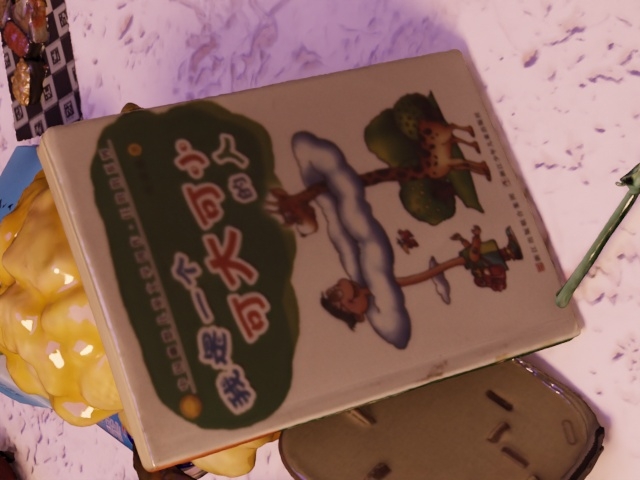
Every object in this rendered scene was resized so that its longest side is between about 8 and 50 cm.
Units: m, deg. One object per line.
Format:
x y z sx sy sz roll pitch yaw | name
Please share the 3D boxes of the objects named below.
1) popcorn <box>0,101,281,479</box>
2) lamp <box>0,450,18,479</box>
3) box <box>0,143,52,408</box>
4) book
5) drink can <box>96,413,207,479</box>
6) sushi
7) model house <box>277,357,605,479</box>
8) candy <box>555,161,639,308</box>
-0.120 0.066 1.238 0.349 0.349 0.382 42 133 33 | popcorn
-0.456 0.317 1.716 0.258 0.180 0.180 -11 88 44 | lamp
-0.289 0.036 1.451 0.083 0.142 0.232 7 64 44 | box
0.000 0.000 1.077 0.260 0.371 0.043 68 153 14 | book
-0.200 0.158 1.484 0.235 0.097 0.097 28 114 40 | drink can
-0.332 -0.213 1.613 0.139 0.031 0.201 -12 87 45 | sushi
0.077 0.238 1.181 0.205 0.218 0.279 34 139 21 | model house
0.239 -0.047 1.041 0.077 0.073 0.262 32 124 6 | candy
